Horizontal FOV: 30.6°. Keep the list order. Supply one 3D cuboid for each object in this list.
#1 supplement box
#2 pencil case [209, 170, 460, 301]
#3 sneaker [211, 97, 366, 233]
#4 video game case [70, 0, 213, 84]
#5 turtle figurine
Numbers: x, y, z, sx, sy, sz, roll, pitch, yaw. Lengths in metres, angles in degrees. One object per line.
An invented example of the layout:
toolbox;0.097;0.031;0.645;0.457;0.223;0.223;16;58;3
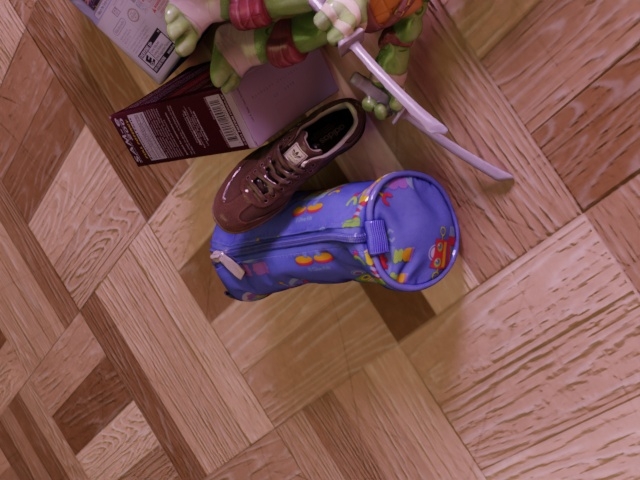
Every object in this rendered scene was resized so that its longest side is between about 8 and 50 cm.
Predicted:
supplement box;-0.109;-0.148;1.265;0.239;0.130;0.073;-2;120;52
pencil case;0.000;0.000;1.230;0.306;0.133;0.120;-7;98;51
sneaker;-0.034;-0.082;1.169;0.066;0.188;0.071;48;173;5
video game case;-0.203;-0.327;1.264;0.244;0.061;0.269;43;146;-7
turtle figurine;0.011;-0.158;1.020;0.266;0.198;0.275;-3;104;23
